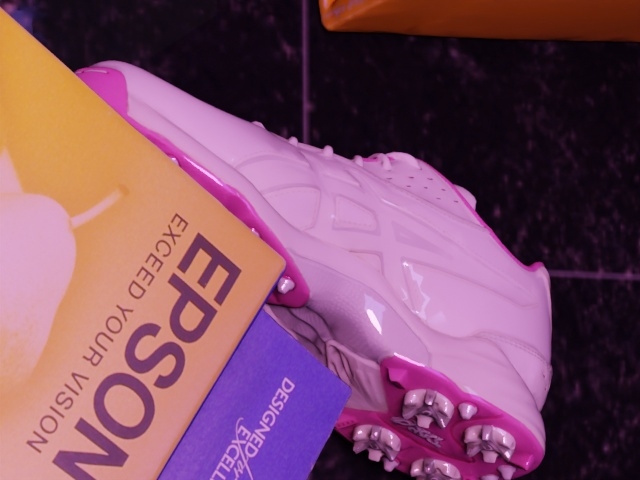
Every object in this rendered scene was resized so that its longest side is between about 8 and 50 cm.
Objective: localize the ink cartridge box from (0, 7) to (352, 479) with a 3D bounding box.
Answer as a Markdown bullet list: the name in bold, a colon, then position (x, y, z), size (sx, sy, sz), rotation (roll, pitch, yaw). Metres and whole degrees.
- **ink cartridge box**: position (-0.142, 0.085, 0.534), size (0.307, 0.072, 0.304), rotation (40, 61, -19)

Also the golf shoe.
- **golf shoe**: position (0.000, 0.000, 0.719), size (0.306, 0.115, 0.140), rotation (39, 53, -20)

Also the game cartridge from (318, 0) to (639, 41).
- **game cartridge**: position (0.202, -0.157, 0.730), size (0.323, 0.285, 0.053), rotation (-4, 86, -28)
